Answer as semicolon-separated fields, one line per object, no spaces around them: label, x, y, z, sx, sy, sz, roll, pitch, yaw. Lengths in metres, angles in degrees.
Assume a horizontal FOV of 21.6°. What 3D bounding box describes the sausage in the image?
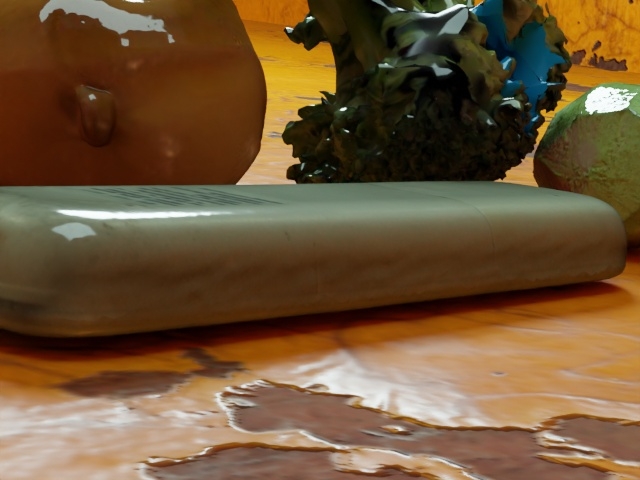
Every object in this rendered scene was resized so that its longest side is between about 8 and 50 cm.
sausage;-0.100;-0.071;0.718;0.136;0.120;0.241;-10;14;-16

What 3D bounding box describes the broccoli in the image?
broccoli;0.037;-0.088;0.786;0.154;0.160;0.167;-9;27;42

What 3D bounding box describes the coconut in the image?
coconut;0.141;-0.035;0.780;0.081;0.083;0.082;-5;55;-49

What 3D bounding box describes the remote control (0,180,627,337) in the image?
remote control;-0.001;0.000;0.591;0.090;0.038;0.309;12;10;40
